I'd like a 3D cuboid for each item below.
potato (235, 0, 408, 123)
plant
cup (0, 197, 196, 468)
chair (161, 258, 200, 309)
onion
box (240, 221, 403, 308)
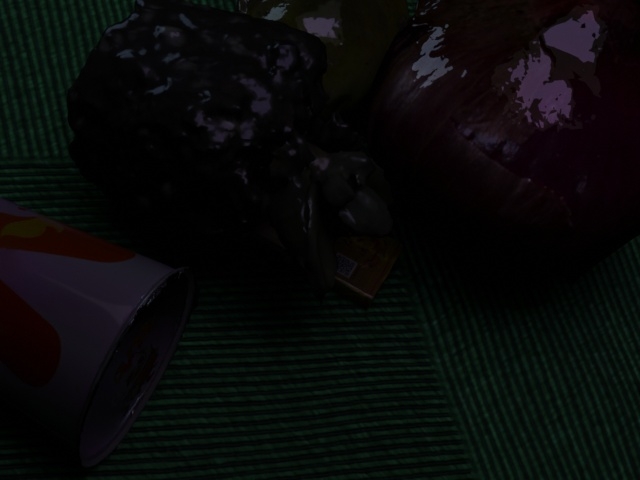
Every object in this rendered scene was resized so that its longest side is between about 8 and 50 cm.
[{"bbox_3d":[-0.002,-0.237,1.892,0.197,0.148,0.228,28,49,22],"label":"potato"},{"bbox_3d":[-0.070,-0.090,1.672,0.312,0.213,0.215,27,48,22],"label":"plant"},{"bbox_3d":[-0.279,0.047,1.534,0.288,0.203,0.203,26,47,11],"label":"cup"},{"bbox_3d":[-0.137,0.057,1.670,0.042,0.037,0.086,5,46,-3],"label":"chair"},{"bbox_3d":[0.237,-0.154,1.760,0.348,0.385,0.348,23,35,-17],"label":"onion"},{"bbox_3d":[0.000,0.000,1.778,0.156,0.022,0.089,28,50,3],"label":"box"}]
